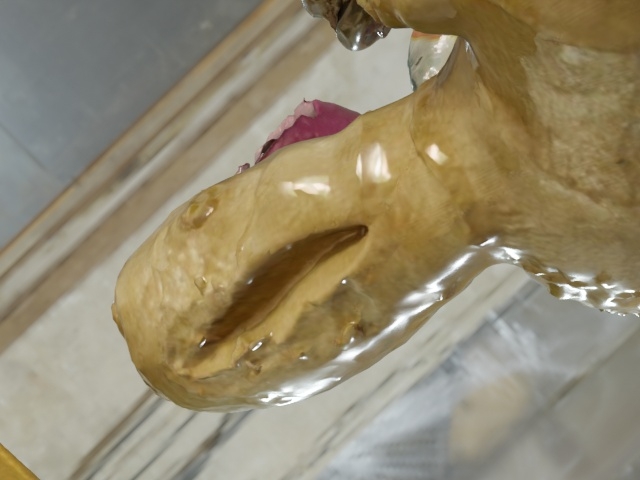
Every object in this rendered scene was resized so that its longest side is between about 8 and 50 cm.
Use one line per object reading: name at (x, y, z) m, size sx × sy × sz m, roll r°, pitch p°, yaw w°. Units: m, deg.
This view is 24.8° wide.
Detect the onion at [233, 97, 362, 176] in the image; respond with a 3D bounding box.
onion at (-0.005, 0.004, 1.161) m, size 0.200 × 0.201 × 0.207 m, roll 46°, pitch -137°, yaw -17°

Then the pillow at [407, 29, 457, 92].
pillow at (0.202, -0.174, 1.431) m, size 0.233 × 0.214 × 0.086 m, roll 10°, pitch 147°, yaw -5°

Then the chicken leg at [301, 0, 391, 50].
chicken leg at (0.035, -0.176, 0.579) m, size 0.087 × 0.107 × 0.251 m, roll 40°, pitch 143°, yaw 16°

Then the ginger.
ginger at (0.121, -0.042, 0.409) m, size 0.363 × 0.122 × 0.348 m, roll 11°, pitch 142°, yaw 3°

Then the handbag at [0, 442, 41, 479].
handbag at (-0.310, 0.212, 0.690) m, size 0.283 × 0.133 × 0.401 m, roll 47°, pitch -135°, yaw 11°
